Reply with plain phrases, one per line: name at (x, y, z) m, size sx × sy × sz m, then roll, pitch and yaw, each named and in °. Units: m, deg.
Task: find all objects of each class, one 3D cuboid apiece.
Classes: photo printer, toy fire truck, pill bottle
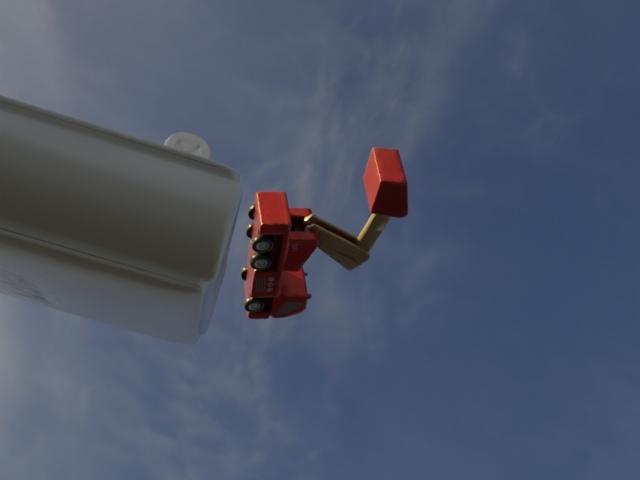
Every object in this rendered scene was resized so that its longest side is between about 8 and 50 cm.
photo printer at (-0.220, -0.019, 0.664) m, size 0.307 × 0.107 × 0.256 m, roll 17°, pitch -17°, yaw -5°
toy fire truck at (0.000, 0.000, 0.820) m, size 0.135 × 0.047 × 0.192 m, roll 0°, pitch -43°, yaw -11°
pill bottle at (-0.197, -0.088, 1.239) m, size 0.067 × 0.067 × 0.120 m, roll 30°, pitch -44°, yaw 2°
